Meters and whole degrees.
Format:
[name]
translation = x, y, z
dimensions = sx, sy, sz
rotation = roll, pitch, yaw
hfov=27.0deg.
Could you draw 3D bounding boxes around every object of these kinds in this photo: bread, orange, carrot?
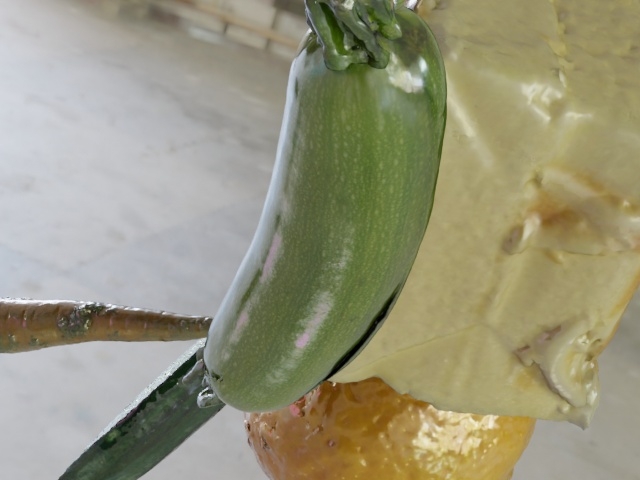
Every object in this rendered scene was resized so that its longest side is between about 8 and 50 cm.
[bread]
translation = 0.149, -0.087, 1.176
dimensions = 0.279, 0.390, 0.371
rotation = 9, 40, -5
[orange]
translation = 0.087, 0.171, 1.485
dimensions = 0.293, 0.340, 0.340
rotation = 36, 18, -12
[carrot]
translation = -0.185, 0.069, 1.082
dimensions = 0.254, 0.049, 0.049
rotation = -2, 14, 20

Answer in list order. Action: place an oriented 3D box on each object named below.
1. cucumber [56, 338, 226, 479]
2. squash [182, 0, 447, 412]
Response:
[cucumber]
translation = -0.140, 0.157, 1.221
dimensions = 0.063, 0.244, 0.115
rotation = 48, 10, -2
[squash]
translation = 0.002, -0.001, 0.576
dimensions = 0.080, 0.318, 0.071
rotation = -20, 63, -27
